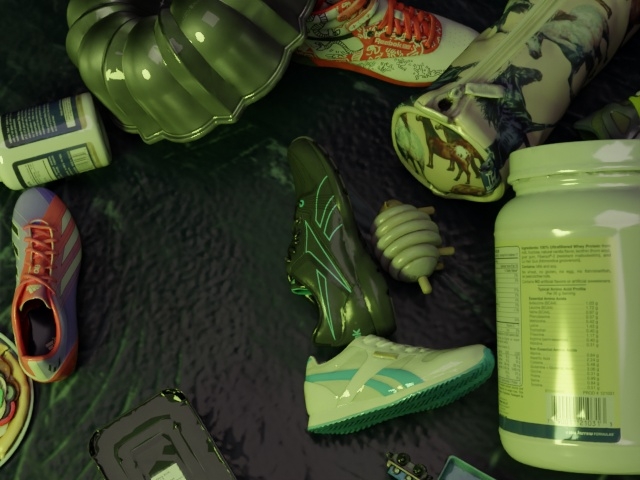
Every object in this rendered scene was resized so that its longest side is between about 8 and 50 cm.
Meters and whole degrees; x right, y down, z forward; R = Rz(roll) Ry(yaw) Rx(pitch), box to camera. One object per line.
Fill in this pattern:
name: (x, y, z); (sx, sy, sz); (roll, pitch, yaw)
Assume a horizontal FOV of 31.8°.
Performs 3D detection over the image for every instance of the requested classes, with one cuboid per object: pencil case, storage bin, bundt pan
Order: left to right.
storage bin: (-0.160, 0.269, 1.238); (0.122, 0.084, 0.180); (-31, 72, -9)
bundt pan: (-0.173, -0.287, 1.342); (0.331, 0.124, 0.331); (-13, 62, 26)
pencil case: (0.264, -0.233, 1.352); (0.160, 0.183, 0.410); (38, 75, 13)

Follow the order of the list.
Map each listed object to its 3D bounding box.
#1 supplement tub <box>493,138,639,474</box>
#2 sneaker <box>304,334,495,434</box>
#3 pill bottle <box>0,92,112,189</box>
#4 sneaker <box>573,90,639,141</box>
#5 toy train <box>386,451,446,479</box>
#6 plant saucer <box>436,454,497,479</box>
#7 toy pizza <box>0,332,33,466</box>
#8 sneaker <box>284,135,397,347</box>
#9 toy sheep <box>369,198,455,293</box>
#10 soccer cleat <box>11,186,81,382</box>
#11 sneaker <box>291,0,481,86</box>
supplement tub: (0.302, 0.067, 1.177); (0.235, 0.235, 0.325); (-1, 88, 1)
sneaker: (0.080, 0.145, 1.238); (0.228, 0.087, 0.092); (-19, 66, 23)
pill bottle: (-0.349, -0.116, 1.374); (0.169, 0.094, 0.094); (-16, 71, -4)
sneaker: (0.384, -0.033, 1.331); (0.121, 0.111, 0.300); (-14, 69, 17)
toy train: (0.136, 0.284, 1.236); (0.158, 0.027, 0.036); (33, 85, 12)
plant saucer: (0.127, 0.337, 1.240); (0.067, 0.018, 0.192); (29, 75, 11)
toy pizza: (-0.435, 0.187, 1.302); (0.201, 0.032, 0.201); (-1, 70, 1)
sneaker: (0.000, 0.000, 1.321); (0.106, 0.101, 0.267); (-21, 69, -1)
toy sheep: (0.105, 0.005, 1.323); (0.091, 0.091, 0.132); (-22, 58, -6)
soccer cleat: (-0.326, 0.044, 1.316); (0.083, 0.095, 0.248); (-7, 71, -1)
sneaker: (0.076, -0.267, 1.388); (0.270, 0.145, 0.090); (7, 71, 4)
